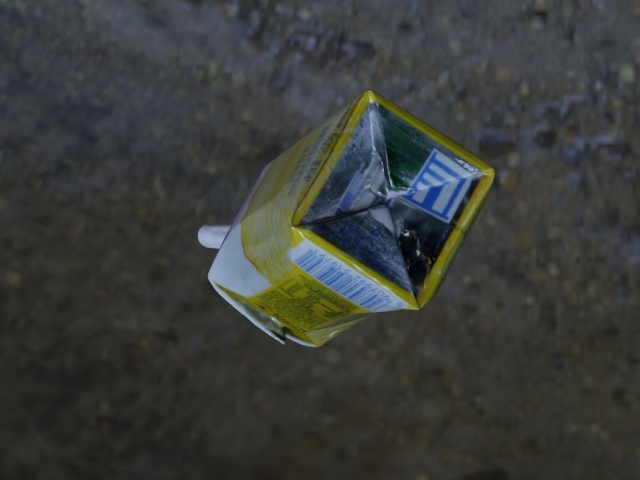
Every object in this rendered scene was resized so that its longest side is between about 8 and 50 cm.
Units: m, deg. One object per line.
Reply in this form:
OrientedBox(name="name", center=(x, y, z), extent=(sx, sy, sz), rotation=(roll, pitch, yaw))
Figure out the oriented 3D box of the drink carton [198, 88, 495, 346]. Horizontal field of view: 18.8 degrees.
OrientedBox(name="drink carton", center=(0.000, 0.000, 0.806), extent=(0.074, 0.084, 0.200), rotation=(30, 165, -9))
